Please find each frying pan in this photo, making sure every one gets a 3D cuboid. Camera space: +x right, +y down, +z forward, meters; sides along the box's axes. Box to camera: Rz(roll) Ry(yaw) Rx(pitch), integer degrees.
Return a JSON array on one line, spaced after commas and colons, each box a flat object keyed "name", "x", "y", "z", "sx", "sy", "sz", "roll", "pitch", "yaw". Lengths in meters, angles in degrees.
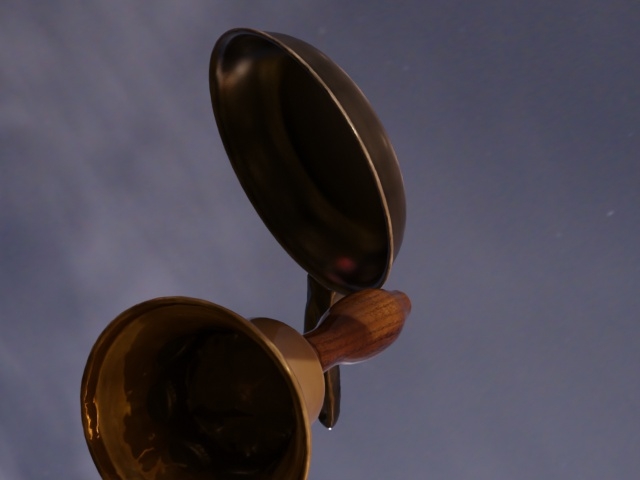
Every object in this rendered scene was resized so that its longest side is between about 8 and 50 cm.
[{"name": "frying pan", "x": 0.014, "y": 0.002, "z": 1.079, "sx": 0.197, "sy": 0.053, "sz": 0.326, "roll": 16, "pitch": -48, "yaw": 58}]

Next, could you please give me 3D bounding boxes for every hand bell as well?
[{"name": "hand bell", "x": -0.008, "y": 0.061, "z": 0.860, "sx": 0.126, "sy": 0.242, "sz": 0.126, "roll": 7, "pitch": -74, "yaw": 25}]
